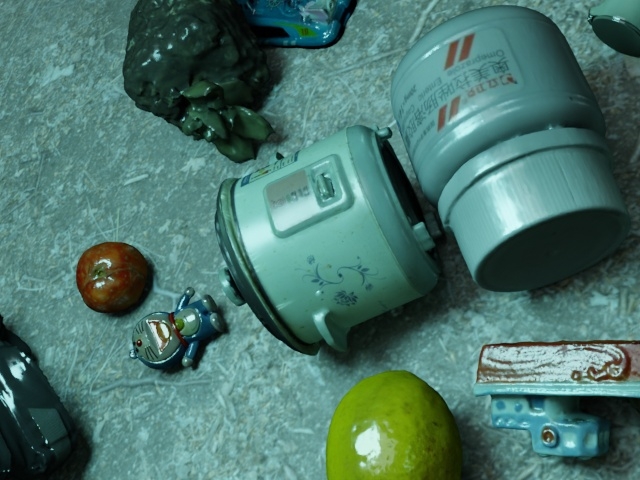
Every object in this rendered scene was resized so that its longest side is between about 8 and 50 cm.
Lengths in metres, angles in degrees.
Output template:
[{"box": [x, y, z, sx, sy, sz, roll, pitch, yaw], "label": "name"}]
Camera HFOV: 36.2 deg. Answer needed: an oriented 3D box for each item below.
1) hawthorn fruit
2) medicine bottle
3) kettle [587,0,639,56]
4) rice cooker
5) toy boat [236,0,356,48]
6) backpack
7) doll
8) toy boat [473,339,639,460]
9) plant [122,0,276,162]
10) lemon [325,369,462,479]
[{"box": [-0.339, 0.060, 1.579, 0.128, 0.128, 0.128, -15, 56, 24], "label": "hawthorn fruit"}, {"box": [0.240, -0.113, 1.241, 0.245, 0.245, 0.306, -26, 61, 16], "label": "medicine bottle"}, {"box": [0.457, -0.329, 1.348, 0.148, 0.126, 0.098, -57, 18, -7], "label": "kettle"}, {"box": [0.000, 0.000, 1.309, 0.316, 0.264, 0.317, -7, 69, 20], "label": "rice cooker"}, {"box": [-0.086, -0.418, 1.728, 0.298, 0.092, 0.134, 11, 72, 35], "label": "toy boat"}, {"box": [-0.567, 0.233, 1.489, 0.445, 0.363, 0.255, 34, 107, 29], "label": "backpack"}, {"box": [-0.222, 0.141, 1.480, 0.151, 0.085, 0.114, -26, 70, 3], "label": "doll"}, {"box": [0.342, 0.176, 1.080, 0.331, 0.145, 0.133, -5, 83, 31], "label": "toy boat"}, {"box": [-0.202, -0.268, 1.622, 0.213, 0.215, 0.312, -31, 57, 26], "label": "plant"}, {"box": [0.087, 0.259, 1.158, 0.170, 0.170, 0.207, -12, 56, 25], "label": "lemon"}]
